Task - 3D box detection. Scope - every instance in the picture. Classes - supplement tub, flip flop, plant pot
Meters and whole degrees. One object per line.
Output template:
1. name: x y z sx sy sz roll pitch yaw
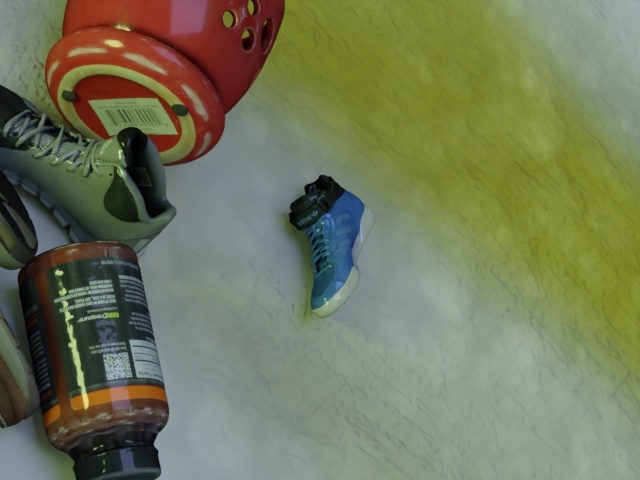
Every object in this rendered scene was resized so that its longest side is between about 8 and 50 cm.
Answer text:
1. supplement tub: -0.185 0.107 1.459 0.106 0.106 0.198 1 67 -38
2. flip flop: -0.333 -0.081 1.453 0.277 0.080 0.112 55 11 9
3. plant pot: -0.146 -0.179 1.586 0.191 0.191 0.174 35 53 -19

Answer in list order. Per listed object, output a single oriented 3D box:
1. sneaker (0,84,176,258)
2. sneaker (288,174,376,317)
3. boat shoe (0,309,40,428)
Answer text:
1. sneaker: -0.213 -0.084 1.519 0.229 0.132 0.086 41 48 -14
2. sneaker: -0.001 0.000 1.690 0.084 0.058 0.152 41 44 -21
3. boat shoe: -0.347 0.027 1.385 0.116 0.123 0.324 -39 104 -10
